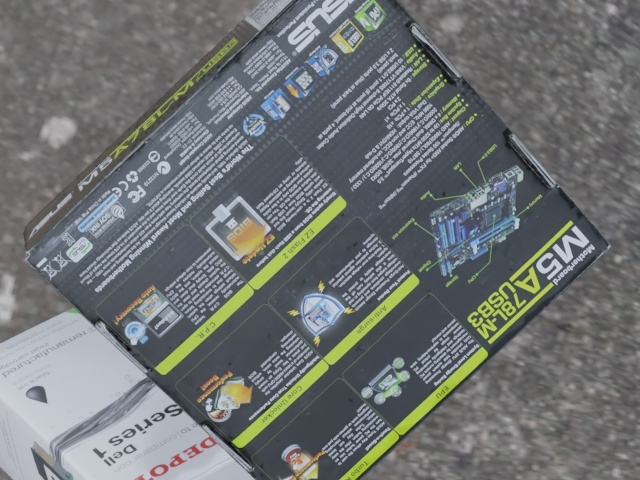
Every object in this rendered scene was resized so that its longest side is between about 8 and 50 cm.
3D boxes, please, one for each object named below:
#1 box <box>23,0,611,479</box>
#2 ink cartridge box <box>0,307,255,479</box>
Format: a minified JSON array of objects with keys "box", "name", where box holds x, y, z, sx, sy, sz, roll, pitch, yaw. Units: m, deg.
[{"box":[0.000,0.000,0.695,0.190,0.184,0.045,-44,21,2],"name":"box"},{"box":[-0.103,0.124,1.022,0.219,0.160,0.093,30,138,45],"name":"ink cartridge box"}]
